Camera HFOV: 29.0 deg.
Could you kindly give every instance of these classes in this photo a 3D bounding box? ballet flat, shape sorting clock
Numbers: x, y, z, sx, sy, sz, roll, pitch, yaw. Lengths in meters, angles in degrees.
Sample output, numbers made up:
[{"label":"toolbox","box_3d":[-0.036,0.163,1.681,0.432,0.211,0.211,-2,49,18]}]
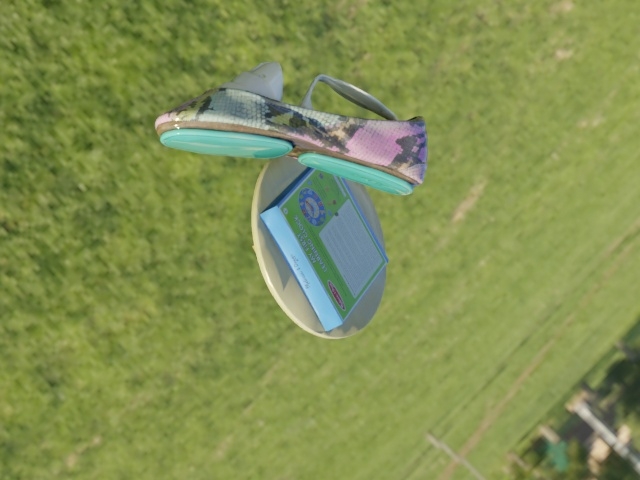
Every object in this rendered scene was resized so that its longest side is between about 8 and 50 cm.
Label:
[{"label":"ballet flat","box_3d":[-0.017,-0.091,0.945,0.077,0.221,0.079,165,-66,-67]},{"label":"shape sorting clock","box_3d":[0.000,0.000,1.281,0.040,0.206,0.206,-17,-174,35]}]
